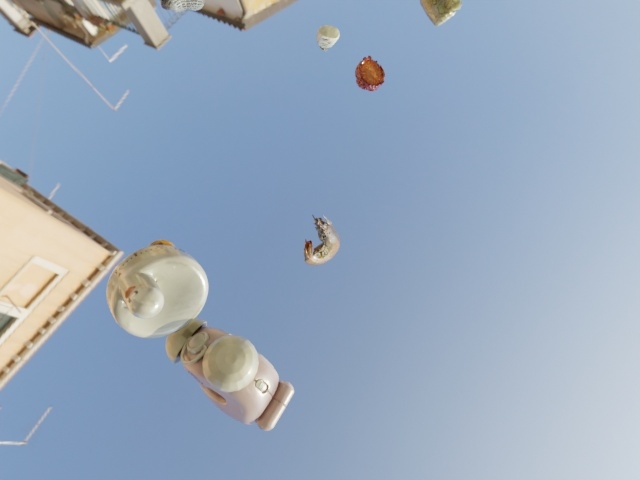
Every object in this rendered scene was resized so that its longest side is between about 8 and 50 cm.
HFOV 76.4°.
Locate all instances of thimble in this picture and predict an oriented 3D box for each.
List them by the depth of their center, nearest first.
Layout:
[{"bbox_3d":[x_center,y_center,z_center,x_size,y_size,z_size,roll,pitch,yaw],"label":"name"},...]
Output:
[{"bbox_3d":[0.520,-1.025,1.748,0.143,0.137,0.190,51,-131,-7],"label":"thimble"}]

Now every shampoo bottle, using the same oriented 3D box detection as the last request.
[{"bbox_3d":[0.018,-0.734,1.486,0.077,0.152,0.045,6,-83,-12],"label":"shampoo bottle"}]

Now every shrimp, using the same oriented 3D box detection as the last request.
[{"bbox_3d":[0.000,0.000,1.385,0.150,0.249,0.068,-36,-126,-19],"label":"shrimp"}]

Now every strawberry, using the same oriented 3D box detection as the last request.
[{"bbox_3d":[0.213,-0.725,1.789,0.145,0.086,0.145,1,-95,-16],"label":"strawberry"}]

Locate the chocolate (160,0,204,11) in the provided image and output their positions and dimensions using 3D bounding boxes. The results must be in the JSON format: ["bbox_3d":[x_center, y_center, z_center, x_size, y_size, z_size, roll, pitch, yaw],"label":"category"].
[{"bbox_3d":[-0.463,-0.808,1.367,0.072,0.072,0.167,33,-138,23],"label":"chocolate"}]

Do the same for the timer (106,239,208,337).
[{"bbox_3d":[-0.385,0.131,0.982,0.233,0.233,0.240,-46,-136,-11],"label":"timer"}]

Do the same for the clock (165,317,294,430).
[{"bbox_3d":[-0.275,0.378,1.197,0.342,0.326,0.184,3,-135,38],"label":"clock"}]
